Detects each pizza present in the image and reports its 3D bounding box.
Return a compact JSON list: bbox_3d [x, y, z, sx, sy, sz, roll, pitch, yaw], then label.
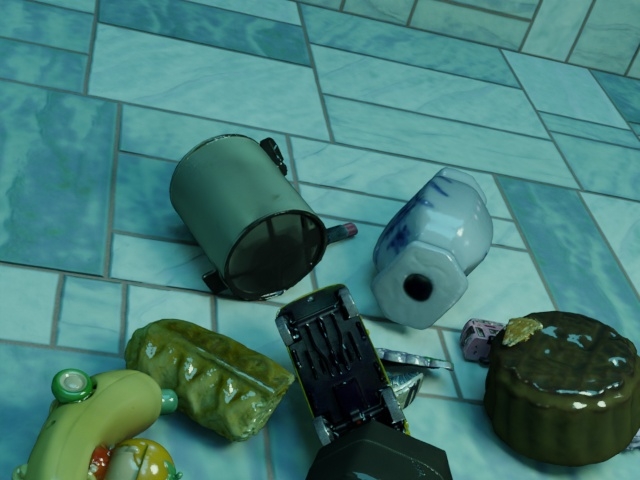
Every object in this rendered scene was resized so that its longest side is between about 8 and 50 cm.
[{"bbox_3d":[0.349,0.166,1.803,0.078,0.025,0.083,-40,22,-19],"label":"pizza"}]

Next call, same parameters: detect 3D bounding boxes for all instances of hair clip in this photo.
[{"bbox_3d":[0.153,0.226,1.865,0.195,0.052,0.124,7,1,-13],"label":"hair clip"}]

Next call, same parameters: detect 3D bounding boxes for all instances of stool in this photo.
[{"bbox_3d":[0.085,0.383,1.470,0.232,0.232,0.141,23,37,5],"label":"stool"}]

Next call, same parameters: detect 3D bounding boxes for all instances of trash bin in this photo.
[{"bbox_3d":[-0.144,-0.047,1.976,0.277,0.217,0.262,-34,51,-7],"label":"trash bin"}]

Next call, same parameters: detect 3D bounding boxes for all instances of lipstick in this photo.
[{"bbox_3d":[0.000,0.000,2.144,0.053,0.053,0.234,40,34,29],"label":"lipstick"}]

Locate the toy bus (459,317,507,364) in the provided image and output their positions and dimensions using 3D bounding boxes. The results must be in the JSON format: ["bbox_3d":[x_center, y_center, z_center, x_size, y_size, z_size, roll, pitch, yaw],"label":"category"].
[{"bbox_3d":[0.376,0.210,2.013,0.203,0.063,0.090,12,31,-15],"label":"toy bus"}]

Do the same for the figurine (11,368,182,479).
[{"bbox_3d":[-0.309,0.314,1.462,0.222,0.124,0.324,20,36,-5],"label":"figurine"}]

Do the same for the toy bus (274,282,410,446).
[{"bbox_3d":[0.039,0.234,1.691,0.145,0.151,0.331,-24,47,1],"label":"toy bus"}]

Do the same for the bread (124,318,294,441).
[{"bbox_3d":[-0.190,0.216,1.653,0.268,0.130,0.152,26,37,13],"label":"bread"}]

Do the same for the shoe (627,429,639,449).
[{"bbox_3d":[0.606,0.345,1.911,0.245,0.095,0.137,21,36,9],"label":"shoe"}]

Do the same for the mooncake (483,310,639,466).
[{"bbox_3d":[0.436,0.252,1.829,0.290,0.161,0.290,-3,33,2],"label":"mooncake"}]

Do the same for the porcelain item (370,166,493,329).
[{"bbox_3d":[0.231,0.000,2.085,0.178,0.242,0.405,38,30,-6],"label":"porcelain item"}]

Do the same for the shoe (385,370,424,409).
[{"bbox_3d":[0.123,0.262,1.805,0.143,0.064,0.071,-15,46,-34],"label":"shoe"}]
